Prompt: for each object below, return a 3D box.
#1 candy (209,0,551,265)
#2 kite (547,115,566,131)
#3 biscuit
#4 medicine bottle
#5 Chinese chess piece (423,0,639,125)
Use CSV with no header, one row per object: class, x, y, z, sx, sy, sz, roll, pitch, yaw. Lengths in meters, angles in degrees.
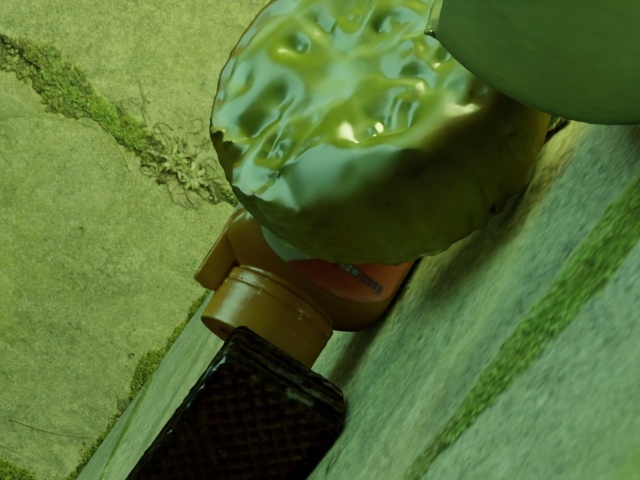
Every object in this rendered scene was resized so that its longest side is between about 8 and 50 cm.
candy,0.041,-0.104,0.818,0.259,0.260,0.118,-58,-35,-15
kite,0.160,-0.080,0.833,0.090,0.004,0.122,-59,8,-24
biscuit,-0.092,0.191,0.868,0.252,0.106,0.070,-53,7,17
medicine bottle,0.000,0.000,0.943,0.222,0.149,0.112,-58,8,-16
Chinese chess piece,0.171,-0.234,0.575,0.349,0.147,0.349,21,-90,-86
